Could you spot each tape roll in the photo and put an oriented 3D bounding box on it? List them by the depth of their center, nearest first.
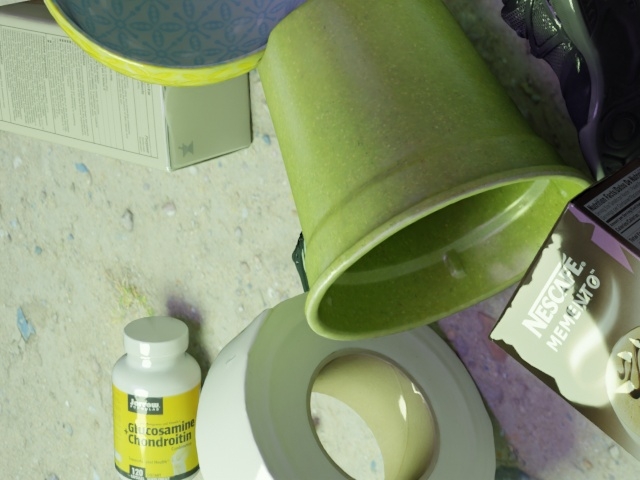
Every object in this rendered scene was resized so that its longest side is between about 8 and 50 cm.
[{"bbox_3d":[0.025,0.189,1.701,0.100,0.286,0.286,-43,73,46],"label":"tape roll"}]

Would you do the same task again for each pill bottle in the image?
[{"bbox_3d":[-0.189,0.186,2.060,0.103,0.103,0.184,21,119,40],"label":"pill bottle"}]

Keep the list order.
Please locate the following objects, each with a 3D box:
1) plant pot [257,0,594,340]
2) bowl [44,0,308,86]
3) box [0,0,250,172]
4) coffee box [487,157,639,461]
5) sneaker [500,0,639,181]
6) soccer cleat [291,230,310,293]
[{"bbox_3d":[0.069,-0.088,1.594,0.276,0.276,0.254,-47,59,45],"label":"plant pot"},{"bbox_3d":[-0.138,-0.260,1.728,0.289,0.289,0.156,58,162,14],"label":"bowl"},{"bbox_3d":[-0.225,-0.177,1.948,0.311,0.121,0.148,17,116,42],"label":"box"},{"bbox_3d":[0.308,0.095,1.459,0.297,0.119,0.168,39,131,18],"label":"coffee box"},{"bbox_3d":[0.225,-0.156,1.517,0.130,0.087,0.227,41,155,61],"label":"sneaker"},{"bbox_3d":[0.000,0.000,1.827,0.072,0.060,0.179,29,126,46],"label":"soccer cleat"}]
